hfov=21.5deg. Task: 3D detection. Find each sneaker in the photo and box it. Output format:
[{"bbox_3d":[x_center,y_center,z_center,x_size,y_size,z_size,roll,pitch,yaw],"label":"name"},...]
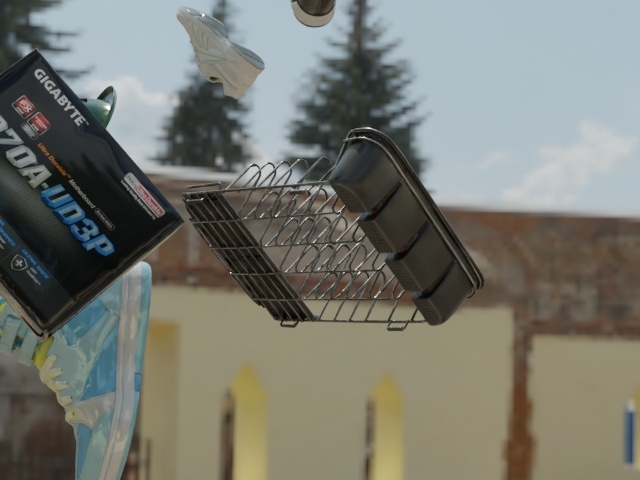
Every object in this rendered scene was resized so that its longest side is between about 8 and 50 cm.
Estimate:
[{"bbox_3d":[-0.333,0.172,2.145,0.208,0.319,0.127,8,-18,-9],"label":"sneaker"},{"bbox_3d":[-0.132,-0.227,2.011,0.053,0.061,0.152,7,33,-51],"label":"sneaker"},{"bbox_3d":[-0.007,-0.416,2.293,0.078,0.234,0.106,-2,-17,-15],"label":"sneaker"}]

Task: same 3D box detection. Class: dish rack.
[{"bbox_3d":[0.000,0.000,1.627,0.271,0.074,0.208,-3,-50,46],"label":"dish rack"}]

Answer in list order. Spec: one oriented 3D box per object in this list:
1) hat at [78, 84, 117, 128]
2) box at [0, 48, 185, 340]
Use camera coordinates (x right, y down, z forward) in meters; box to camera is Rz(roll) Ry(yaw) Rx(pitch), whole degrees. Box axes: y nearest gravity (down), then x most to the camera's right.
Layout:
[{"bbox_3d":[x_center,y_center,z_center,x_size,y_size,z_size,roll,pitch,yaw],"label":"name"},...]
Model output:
[{"bbox_3d":[-0.363,-0.144,1.965,0.183,0.173,0.208,31,-29,-17],"label":"hat"},{"bbox_3d":[-0.265,-0.043,1.589,0.175,0.220,0.051,-40,0,-20],"label":"box"}]
